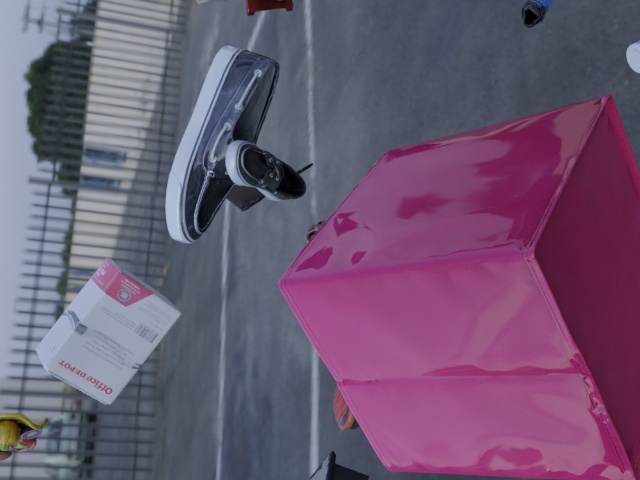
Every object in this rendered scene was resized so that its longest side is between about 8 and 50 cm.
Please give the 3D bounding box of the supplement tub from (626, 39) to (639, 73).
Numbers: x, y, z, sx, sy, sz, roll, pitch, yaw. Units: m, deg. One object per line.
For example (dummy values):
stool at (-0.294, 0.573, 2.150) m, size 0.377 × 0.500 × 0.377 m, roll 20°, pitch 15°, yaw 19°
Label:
supplement tub at (0.731, -0.415, 1.804) m, size 0.071 × 0.107 × 0.071 m, roll 61°, pitch 170°, yaw 18°

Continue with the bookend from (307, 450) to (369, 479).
bookend at (0.054, 0.450, 1.411) m, size 0.072 × 0.156 × 0.157 m, roll -76°, pitch 10°, yaw -46°

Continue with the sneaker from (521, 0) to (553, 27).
sneaker at (0.521, -0.569, 1.939) m, size 0.084 × 0.058 × 0.152 m, roll -49°, pitch -11°, yaw -43°

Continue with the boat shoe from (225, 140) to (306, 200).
boat shoe at (-0.058, -0.077, 0.915) m, size 0.142 × 0.040 × 0.049 m, roll 27°, pitch -113°, yaw -66°

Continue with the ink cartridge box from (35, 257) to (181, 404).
ink cartridge box at (-0.508, 0.217, 1.980) m, size 0.283 × 0.207 × 0.117 m, roll -52°, pitch 35°, yaw -5°

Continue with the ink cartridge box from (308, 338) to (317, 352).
ink cartridge box at (0.057, 0.200, 1.879) m, size 0.082 × 0.139 × 0.190 m, roll 58°, pitch 165°, yaw -7°

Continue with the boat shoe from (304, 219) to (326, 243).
boat shoe at (0.000, 0.000, 1.740) m, size 0.073 × 0.073 × 0.207 m, roll -51°, pitch -1°, yaw 10°

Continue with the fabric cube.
fabric cube at (0.169, 0.052, 0.799) m, size 0.258 × 0.259 × 0.254 m, roll -10°, pitch 29°, yaw 39°

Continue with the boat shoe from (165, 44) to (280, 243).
boat shoe at (-0.137, -0.131, 1.217) m, size 0.301 × 0.102 × 0.108 m, roll -70°, pitch -20°, yaw 1°

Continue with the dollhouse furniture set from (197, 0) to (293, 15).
dollhouse furniture set at (-0.151, -0.485, 1.481) m, size 0.201 × 0.374 × 0.152 m, roll 4°, pitch 109°, yaw 52°

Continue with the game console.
game console at (-0.091, -0.105, 1.321) m, size 0.122 × 0.107 × 0.071 m, roll -29°, pitch 38°, yaw 32°

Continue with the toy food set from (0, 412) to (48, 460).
toy food set at (-0.587, 0.377, 1.563) m, size 0.218 × 0.128 × 0.071 m, roll 135°, pitch 136°, yaw -60°

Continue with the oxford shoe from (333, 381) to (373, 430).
oxford shoe at (0.088, 0.256, 1.553) m, size 0.271 × 0.098 × 0.097 m, roll -75°, pitch 9°, yaw -55°
